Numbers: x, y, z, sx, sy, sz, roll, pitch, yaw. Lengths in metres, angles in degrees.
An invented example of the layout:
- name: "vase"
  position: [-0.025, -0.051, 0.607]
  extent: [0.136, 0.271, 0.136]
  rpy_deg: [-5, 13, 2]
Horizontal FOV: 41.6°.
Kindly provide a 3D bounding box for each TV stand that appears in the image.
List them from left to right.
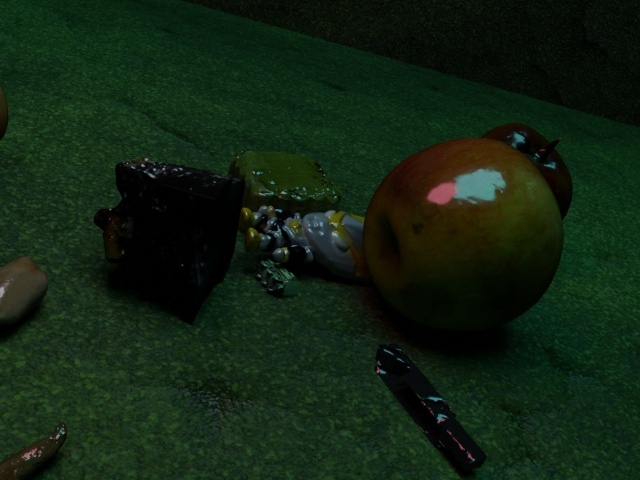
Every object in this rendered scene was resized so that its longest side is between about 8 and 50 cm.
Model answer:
- name: "TV stand"
  position: [0.153, 0.239, 1.215]
  extent: [0.036, 0.042, 0.249]
  rpy_deg: [3, 29, -32]

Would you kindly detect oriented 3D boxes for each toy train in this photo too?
- name: "toy train"
  position: [-0.075, 0.063, 1.442]
  extent: [0.053, 0.033, 0.083]
  rpy_deg: [4, 28, -36]

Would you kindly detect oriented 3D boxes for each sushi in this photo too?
- name: "sushi"
  position: [-0.241, -0.037, 1.333]
  extent: [0.212, 0.215, 0.227]
  rpy_deg: [17, 26, 1]

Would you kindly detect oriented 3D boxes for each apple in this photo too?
- name: "apple"
  position: [0.233, -0.007, 1.435]
  extent: [0.339, 0.340, 0.339]
  rpy_deg: [13, 26, -7]

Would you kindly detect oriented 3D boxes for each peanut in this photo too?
- name: "peanut"
  position: [-0.432, 0.076, 1.160]
  extent: [0.076, 0.076, 0.152]
  rpy_deg: [19, 31, 6]

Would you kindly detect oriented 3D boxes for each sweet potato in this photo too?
- name: "sweet potato"
  position: [-0.335, 0.259, 0.884]
  extent: [0.050, 0.050, 0.214]
  rpy_deg: [20, 22, 8]

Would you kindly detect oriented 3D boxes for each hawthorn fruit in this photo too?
- name: "hawthorn fruit"
  position: [0.401, -0.115, 1.768]
  extent: [0.267, 0.301, 0.268]
  rpy_deg: [27, 31, -18]

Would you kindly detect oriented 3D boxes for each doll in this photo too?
- name: "doll"
  position: [-0.001, -0.004, 1.527]
  extent: [0.316, 0.103, 0.145]
  rpy_deg: [7, 22, -30]

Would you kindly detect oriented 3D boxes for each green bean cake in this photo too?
- name: "green bean cake"
  position: [-0.075, -0.093, 1.658]
  extent: [0.200, 0.113, 0.214]
  rpy_deg: [2, 30, -28]

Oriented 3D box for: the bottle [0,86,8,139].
- name: "bottle"
  position: [-0.716, -0.203, 1.431]
  extent: [0.171, 0.172, 0.351]
  rpy_deg: [24, 26, 15]
